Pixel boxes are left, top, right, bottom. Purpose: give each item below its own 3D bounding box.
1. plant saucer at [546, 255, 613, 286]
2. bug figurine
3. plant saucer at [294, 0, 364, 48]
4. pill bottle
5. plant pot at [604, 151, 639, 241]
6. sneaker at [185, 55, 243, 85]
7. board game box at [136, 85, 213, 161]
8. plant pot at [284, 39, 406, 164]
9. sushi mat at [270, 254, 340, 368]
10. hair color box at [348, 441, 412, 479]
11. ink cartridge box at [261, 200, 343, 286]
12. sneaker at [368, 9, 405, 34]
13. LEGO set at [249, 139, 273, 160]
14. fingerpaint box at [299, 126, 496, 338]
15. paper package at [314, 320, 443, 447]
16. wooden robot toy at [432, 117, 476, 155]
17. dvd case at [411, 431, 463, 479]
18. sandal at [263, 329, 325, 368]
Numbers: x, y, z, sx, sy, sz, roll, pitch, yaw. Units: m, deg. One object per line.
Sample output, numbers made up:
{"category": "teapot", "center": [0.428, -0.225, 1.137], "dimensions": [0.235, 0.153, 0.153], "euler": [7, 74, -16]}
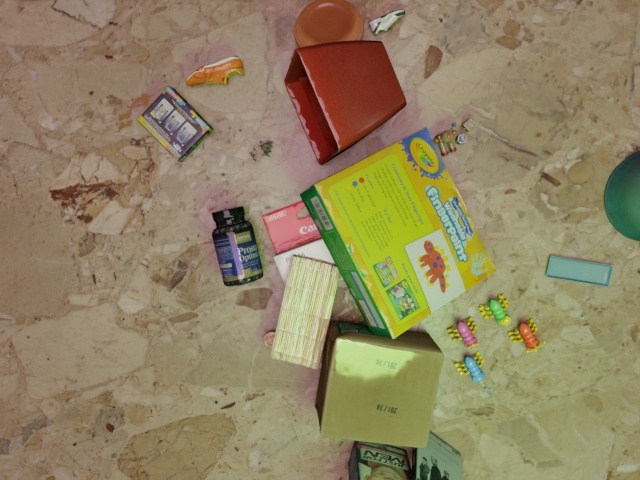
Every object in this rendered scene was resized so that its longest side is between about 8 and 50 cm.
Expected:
{"category": "plant saucer", "center": [0.778, 0.092, 1.446], "dimensions": [0.191, 0.018, 0.067], "euler": [9, 96, 0]}
{"category": "bug figurine", "center": [0.519, 0.300, 1.446], "dimensions": [0.279, 0.072, 0.216], "euler": [-34, 94, 5]}
{"category": "plant saucer", "center": [0.022, -0.602, 1.348], "dimensions": [0.199, 0.037, 0.200], "euler": [-2, 76, 7]}
{"category": "pill bottle", "center": [-0.249, 0.015, 1.409], "dimensions": [0.122, 0.123, 0.219], "euler": [-12, 96, 3]}
{"category": "plant pot", "center": [0.976, -0.115, 1.300], "dimensions": [0.271, 0.255, 0.272], "euler": [0, 97, 1]}
{"category": "sneaker", "center": [-0.308, -0.478, 1.390], "dimensions": [0.175, 0.064, 0.068], "euler": [-18, 105, 6]}
{"category": "board game box", "center": [-0.427, -0.341, 1.414], "dimensions": [0.141, 0.048, 0.170], "euler": [-43, 94, 7]}
{"category": "plant pot", "center": [0.073, -0.389, 1.306], "dimensions": [0.235, 0.267, 0.267], "euler": [-24, 95, -10]}
{"category": "sushi mat", "center": [-0.043, 0.209, 1.403], "dimensions": [0.151, 0.019, 0.317], "euler": [12, 93, 0]}
{"category": "hair color box", "center": [0.177, 0.707, 1.357], "dimensions": [0.173, 0.347, 0.105], "euler": [14, 96, -1]}
{"category": "ink cartridge box", "center": [0.000, 0.000, 1.430], "dimensions": [0.296, 0.066, 0.261], "euler": [-21, 96, 3]}
{"category": "sneaker", "center": [0.194, -0.629, 1.378], "dimensions": [0.109, 0.040, 0.044], "euler": [-22, 111, 7]}
{"category": "LEGO set", "center": [-0.171, -0.271, 1.431], "dimensions": [0.083, 0.023, 0.054], "euler": [-13, 93, 16]}
{"category": "fingerpaint box", "center": [0.213, -0.023, 1.323], "dimensions": [0.371, 0.163, 0.445], "euler": [-30, 95, -17]}
{"category": "paper package", "center": [0.166, 0.414, 1.402], "dimensions": [0.324, 0.168, 0.310], "euler": [9, 96, -6]}
{"category": "wooden robot toy", "center": [0.375, -0.292, 1.384], "dimensions": [0.173, 0.079, 0.076], "euler": [-25, 95, 4]}
{"category": "dvd case", "center": [0.345, 0.672, 1.407], "dimensions": [0.179, 0.239, 0.030], "euler": [38, 113, -3]}
{"category": "sandal", "center": [-0.063, 0.344, 1.460], "dimensions": [0.239, 0.079, 0.088], "euler": [19, 96, -1]}
